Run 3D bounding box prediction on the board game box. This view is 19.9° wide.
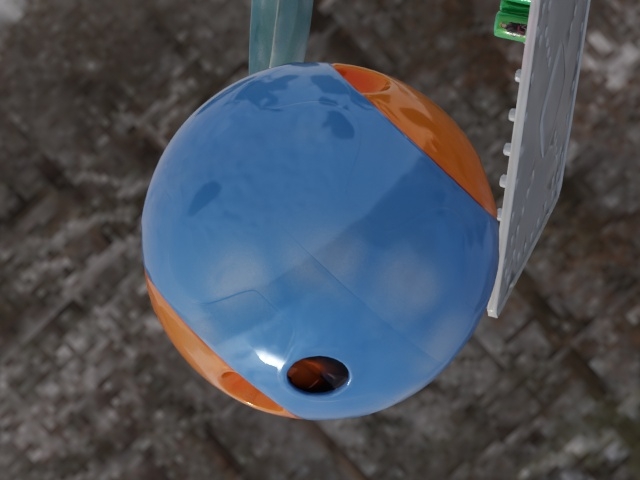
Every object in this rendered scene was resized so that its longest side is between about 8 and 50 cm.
[{"bbox_3d":[0.243,-0.164,2.086,0.390,0.050,0.390,-51,150,-61],"label":"board game box"}]

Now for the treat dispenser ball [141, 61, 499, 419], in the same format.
[{"bbox_3d":[0.000,0.000,1.467,0.288,0.288,0.288,-41,-170,9],"label":"treat dispenser ball"}]

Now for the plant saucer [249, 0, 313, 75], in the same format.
[{"bbox_3d":[-0.039,-0.286,1.973,0.317,0.044,0.317,-176,-90,-83],"label":"plant saucer"}]
